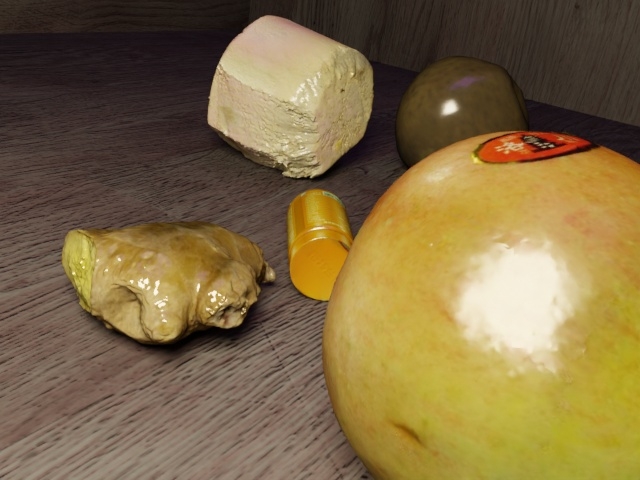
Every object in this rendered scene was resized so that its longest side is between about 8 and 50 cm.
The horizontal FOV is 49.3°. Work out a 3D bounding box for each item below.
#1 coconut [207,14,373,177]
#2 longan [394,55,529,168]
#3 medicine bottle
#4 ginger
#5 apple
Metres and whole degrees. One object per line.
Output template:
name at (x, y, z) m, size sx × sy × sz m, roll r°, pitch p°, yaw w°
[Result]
coconut at (-0.079, -0.287, 1.406) m, size 0.309 × 0.298 × 0.297 m, roll 25°, pitch 27°, yaw 27°
longan at (0.311, -0.255, 1.516) m, size 0.288 × 0.289 × 0.350 m, roll 23°, pitch 16°, yaw 30°
medicine bottle at (0.000, 0.000, 0.998) m, size 0.096 × 0.097 × 0.192 m, roll 6°, pitch 23°, yaw -7°
ginger at (-0.147, 0.037, 0.817) m, size 0.270 × 0.123 × 0.218 m, roll -12°, pitch 28°, yaw -41°
apple at (0.176, 0.084, 0.566) m, size 0.338 × 0.339 × 0.305 m, roll -6°, pitch 25°, yaw -32°
